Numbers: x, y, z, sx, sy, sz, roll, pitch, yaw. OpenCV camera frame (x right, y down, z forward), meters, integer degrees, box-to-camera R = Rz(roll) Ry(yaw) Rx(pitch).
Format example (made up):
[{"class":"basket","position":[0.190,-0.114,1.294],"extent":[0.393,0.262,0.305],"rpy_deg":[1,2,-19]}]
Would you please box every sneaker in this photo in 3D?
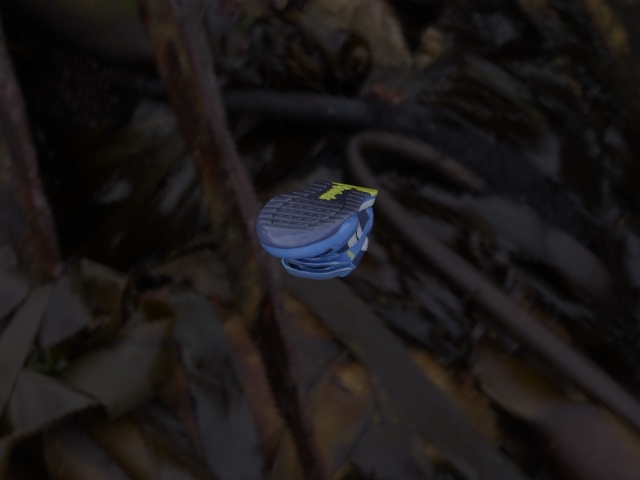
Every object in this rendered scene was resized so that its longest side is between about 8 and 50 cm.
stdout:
[{"class":"sneaker","position":[0.000,0.000,1.011],"extent":[0.053,0.059,0.144],"rpy_deg":[14,13,18]}]
